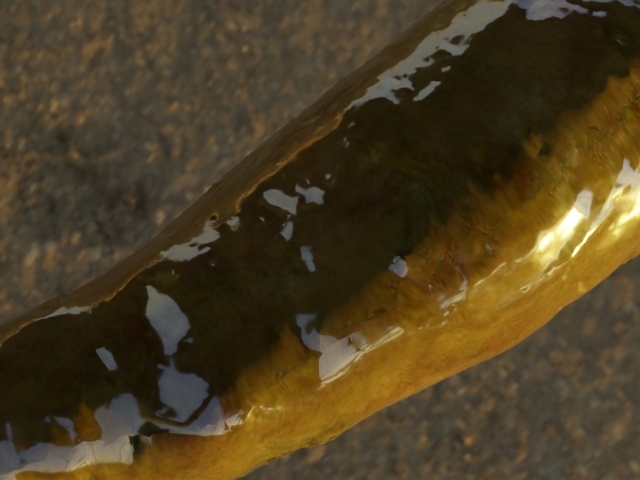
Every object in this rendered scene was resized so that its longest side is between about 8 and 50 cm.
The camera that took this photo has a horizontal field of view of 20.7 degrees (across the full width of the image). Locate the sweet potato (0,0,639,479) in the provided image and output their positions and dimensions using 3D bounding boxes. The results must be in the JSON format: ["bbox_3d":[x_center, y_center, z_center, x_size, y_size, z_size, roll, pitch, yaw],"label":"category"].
[{"bbox_3d":[0.000,0.006,0.662,0.423,0.130,0.130,-28,74,-14],"label":"sweet potato"}]
